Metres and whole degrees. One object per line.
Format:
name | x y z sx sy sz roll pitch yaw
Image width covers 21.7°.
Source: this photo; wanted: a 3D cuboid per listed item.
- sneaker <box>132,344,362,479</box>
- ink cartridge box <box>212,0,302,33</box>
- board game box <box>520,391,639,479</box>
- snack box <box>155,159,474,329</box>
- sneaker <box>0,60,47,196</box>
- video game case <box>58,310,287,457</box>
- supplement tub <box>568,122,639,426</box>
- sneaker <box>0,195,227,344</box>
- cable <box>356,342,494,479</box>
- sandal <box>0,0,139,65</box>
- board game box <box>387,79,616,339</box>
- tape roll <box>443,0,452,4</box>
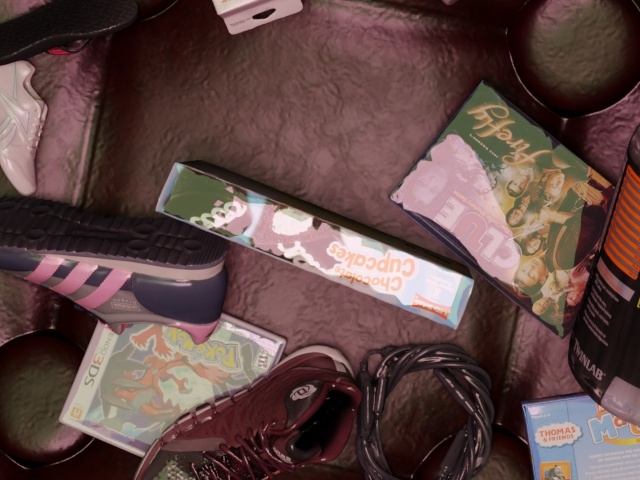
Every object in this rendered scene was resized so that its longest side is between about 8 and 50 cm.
sneaker | -0.073 0.218 1.739 0.281 0.162 0.106 -39 106 -4
ink cartridge box | -0.080 -0.299 1.768 0.092 0.090 0.143 -20 91 4
board game box | 0.311 0.267 1.804 0.160 0.039 0.211 -9 93 4
snack box | 0.000 0.000 1.733 0.322 0.187 0.060 22 95 2
sneaker | -0.325 -0.124 1.812 0.061 0.054 0.152 -13 92 1
video game case | -0.162 0.153 1.833 0.201 0.023 0.183 23 95 2
supplement tub | 0.381 0.008 1.651 0.207 0.207 0.338 14 118 2
sneaker | -0.254 0.040 1.776 0.319 0.112 0.131 11 123 15
cable | 0.114 0.203 1.814 0.150 0.047 0.184 -2 91 -1
sandal | -0.279 -0.227 1.807 0.179 0.040 0.067 -17 55 9
board game box | 0.216 -0.032 1.790 0.243 0.042 0.165 39 95 1
tape roll | 0.232 -0.384 1.597 0.072 0.392 0.392 44 95 1
